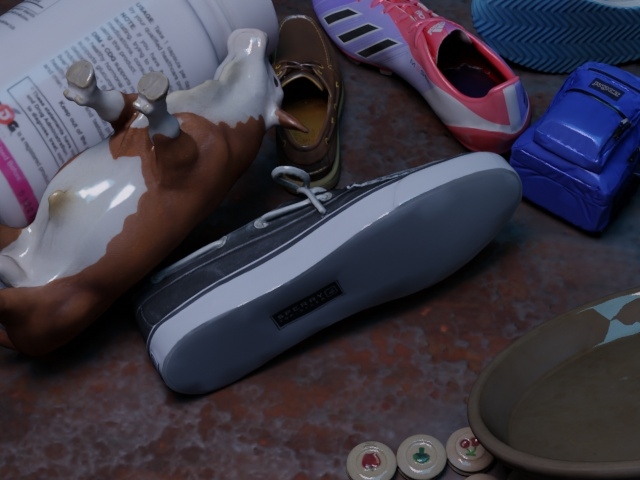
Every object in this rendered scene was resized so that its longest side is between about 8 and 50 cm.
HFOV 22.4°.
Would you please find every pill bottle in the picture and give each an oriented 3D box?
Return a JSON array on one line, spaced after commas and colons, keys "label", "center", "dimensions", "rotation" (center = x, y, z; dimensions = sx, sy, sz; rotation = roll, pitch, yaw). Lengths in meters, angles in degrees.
[{"label": "pill bottle", "center": [-0.181, -0.131, 1.292], "dimensions": [0.283, 0.160, 0.160], "rotation": [-37, 61, -20]}]

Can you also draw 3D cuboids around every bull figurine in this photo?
[{"label": "bull figurine", "center": [-0.144, -0.043, 1.177], "dimensions": [0.101, 0.188, 0.310], "rotation": [40, 88, 30]}]

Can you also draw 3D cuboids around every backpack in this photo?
[{"label": "backpack", "center": [0.220, -0.083, 1.273], "dimensions": [0.098, 0.101, 0.120], "rotation": [34, 60, 16]}]

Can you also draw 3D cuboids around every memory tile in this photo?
[{"label": "memory tile", "center": [0.097, 0.185, 1.148], "dimensions": [0.148, 0.012, 0.113], "rotation": [-8, 56, -2]}]

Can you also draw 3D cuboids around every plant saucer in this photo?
[{"label": "plant saucer", "center": [0.238, 0.098, 1.101], "dimensions": [0.277, 0.041, 0.278], "rotation": [-16, 19, 6]}]

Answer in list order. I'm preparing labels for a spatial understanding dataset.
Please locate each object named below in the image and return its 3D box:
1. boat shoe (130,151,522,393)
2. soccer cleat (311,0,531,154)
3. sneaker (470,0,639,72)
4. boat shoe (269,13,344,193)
[{"label": "boat shoe", "center": [0.001, 0.003, 1.223], "dimensions": [0.306, 0.113, 0.105], "rotation": [-31, 52, 1]}, {"label": "soccer cleat", "center": [0.083, -0.166, 1.339], "dimensions": [0.083, 0.095, 0.248], "rotation": [-34, 60, -18]}, {"label": "sneaker", "center": [0.237, -0.205, 1.370], "dimensions": [0.228, 0.087, 0.092], "rotation": [-4, 48, -8]}, {"label": "boat shoe", "center": [-0.012, -0.124, 1.337], "dimensions": [0.064, 0.060, 0.178], "rotation": [-4, 55, 1]}]
